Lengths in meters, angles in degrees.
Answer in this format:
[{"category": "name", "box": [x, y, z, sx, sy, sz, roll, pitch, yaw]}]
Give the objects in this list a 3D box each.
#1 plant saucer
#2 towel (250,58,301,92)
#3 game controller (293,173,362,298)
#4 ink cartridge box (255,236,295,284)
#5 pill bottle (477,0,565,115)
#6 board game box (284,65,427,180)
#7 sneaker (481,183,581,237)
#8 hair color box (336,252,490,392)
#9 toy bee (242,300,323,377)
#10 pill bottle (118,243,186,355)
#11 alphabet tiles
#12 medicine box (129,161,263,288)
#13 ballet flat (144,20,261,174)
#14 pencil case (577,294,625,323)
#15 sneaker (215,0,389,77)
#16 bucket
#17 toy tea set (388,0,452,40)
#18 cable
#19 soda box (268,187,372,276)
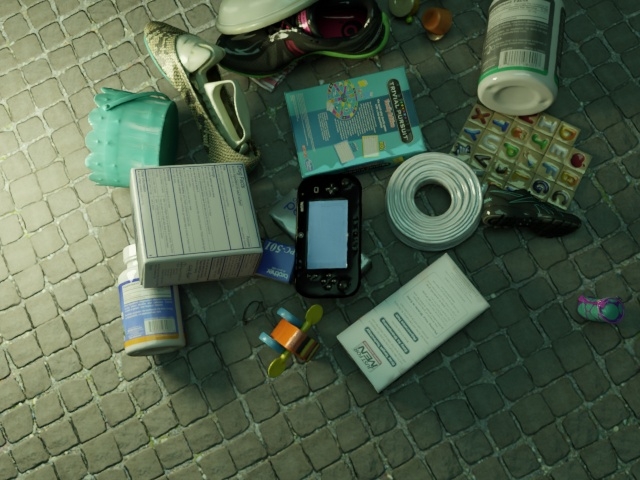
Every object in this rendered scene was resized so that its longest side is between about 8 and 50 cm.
[{"category": "plant saucer", "box": [-0.120, -0.696, 1.884, 0.400, 0.101, 0.400, -19, 33, 13]}, {"category": "towel", "box": [-0.135, -0.534, 2.002, 0.144, 0.029, 0.197, 37, 81, 13]}, {"category": "game controller", "box": [0.020, -0.012, 1.741, 0.166, 0.067, 0.319, 0, 74, 3]}, {"category": "ink cartridge box", "box": [-0.164, 0.042, 1.848, 0.207, 0.046, 0.097, 15, 78, 8]}, {"category": "pill bottle", "box": [0.537, -0.534, 1.855, 0.204, 0.204, 0.361, 10, 73, 7]}, {"category": "board game box", "box": [0.092, -0.308, 1.900, 0.336, 0.079, 0.254, -12, 75, 1]}, {"category": "sneaker", "box": [0.539, -0.079, 1.780, 0.267, 0.101, 0.106, 10, 63, -12]}, {"category": "hair color box", "box": [0.228, 0.208, 1.743, 0.347, 0.105, 0.174, -36, 76, -5]}, {"category": "toy bee", "box": [-0.062, 0.232, 1.727, 0.162, 0.298, 0.195, 39, 103, -26]}, {"category": "pill bottle", "box": [-0.434, 0.149, 1.787, 0.152, 0.152, 0.272, -11, 74, 2]}, {"category": "alphabet tiles", "box": [0.534, -0.227, 1.880, 0.342, 0.011, 0.285, 28, 79, 11]}, {"category": "medicine box", "box": [-0.311, -0.041, 1.739, 0.289, 0.149, 0.264, -5, 63, -19]}, {"category": "ballet flat", "box": [-0.287, -0.396, 1.850, 0.182, 0.164, 0.483, -25, 92, 42]}, {"category": "pencil case", "box": [0.676, 0.165, 1.695, 0.064, 0.152, 0.070, -44, 87, -3]}, {"category": "sneaker", "box": [-0.058, -0.572, 1.885, 0.482, 0.202, 0.185, -11, 76, 4]}, {"category": "bucket", "box": [-0.485, -0.261, 1.840, 0.183, 0.281, 0.281, 8, 76, -3]}, {"category": "toy tea set", "box": [0.296, -0.729, 1.980, 0.200, 0.124, 0.336, 0, 94, 39]}, {"category": "cable", "box": [0.294, -0.101, 1.821, 0.257, 0.089, 0.257, 14, 80, 9]}, {"category": "soda box", "box": [0.000, 0.000, 1.822, 0.286, 0.091, 0.098, 44, 83, 13]}]
